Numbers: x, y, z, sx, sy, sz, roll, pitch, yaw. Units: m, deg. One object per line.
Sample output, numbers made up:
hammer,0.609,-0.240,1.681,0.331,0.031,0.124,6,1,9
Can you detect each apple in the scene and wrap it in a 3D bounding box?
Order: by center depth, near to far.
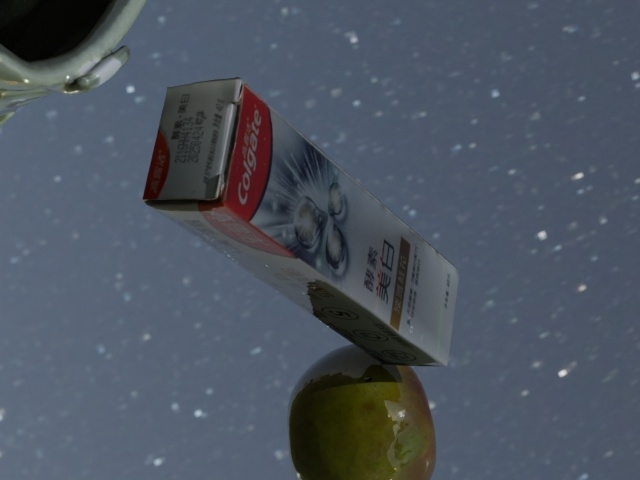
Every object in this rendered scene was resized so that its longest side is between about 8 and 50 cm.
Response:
apple,0.021,0.096,0.777,0.089,0.074,0.089,-6,90,-87

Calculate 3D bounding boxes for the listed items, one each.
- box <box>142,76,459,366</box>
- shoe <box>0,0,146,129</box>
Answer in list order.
box,0.000,0.000,0.664,0.039,0.218,0.055,-1,-111,29
shoe,-0.120,-0.066,0.456,0.159,0.124,0.316,32,-47,24
